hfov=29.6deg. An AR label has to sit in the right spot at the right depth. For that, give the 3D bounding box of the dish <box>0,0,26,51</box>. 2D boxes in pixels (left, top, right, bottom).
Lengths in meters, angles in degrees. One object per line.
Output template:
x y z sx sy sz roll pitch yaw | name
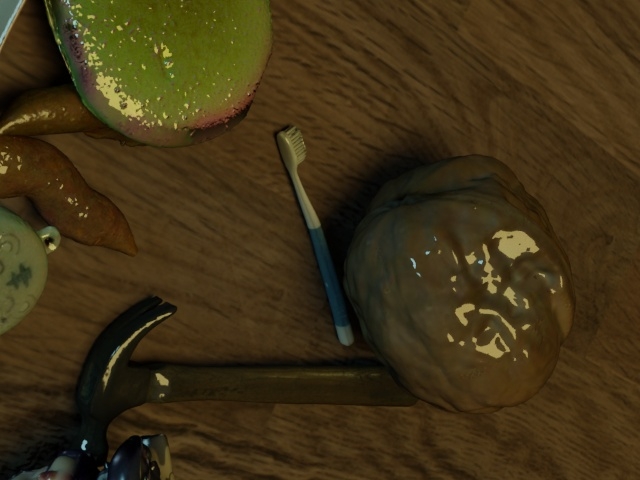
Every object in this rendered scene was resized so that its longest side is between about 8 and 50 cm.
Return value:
-0.299 -0.201 0.903 0.151 0.077 0.212 27 88 -42 | dish

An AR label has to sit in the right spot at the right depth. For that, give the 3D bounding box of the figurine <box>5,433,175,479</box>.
-0.229 0.259 1.087 0.222 0.145 0.145 -21 130 14 | figurine

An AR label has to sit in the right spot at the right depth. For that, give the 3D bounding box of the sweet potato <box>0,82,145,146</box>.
-0.172 -0.113 1.055 0.274 0.067 0.067 -9 112 -44 | sweet potato

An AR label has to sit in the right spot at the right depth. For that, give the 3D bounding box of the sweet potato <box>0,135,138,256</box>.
-0.229 -0.044 1.042 0.218 0.051 0.065 34 80 -44 | sweet potato

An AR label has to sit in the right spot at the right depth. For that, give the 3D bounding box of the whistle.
-0.330 0.048 0.984 0.258 0.067 0.126 -29 136 -24 | whistle

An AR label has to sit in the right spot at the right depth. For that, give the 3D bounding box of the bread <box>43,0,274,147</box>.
-0.129 -0.191 1.036 0.228 0.033 0.228 2 86 -40 | bread

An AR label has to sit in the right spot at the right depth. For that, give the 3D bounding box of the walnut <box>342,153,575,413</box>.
0.150 0.049 1.282 0.227 0.273 0.273 -32 132 13 | walnut

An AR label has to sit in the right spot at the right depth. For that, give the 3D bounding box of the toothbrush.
0.000 0.000 1.278 0.025 0.019 0.275 -40 128 -32 | toothbrush

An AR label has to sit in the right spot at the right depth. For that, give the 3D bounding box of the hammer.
-0.056 0.152 1.274 0.440 0.044 0.168 8 103 -43 | hammer
